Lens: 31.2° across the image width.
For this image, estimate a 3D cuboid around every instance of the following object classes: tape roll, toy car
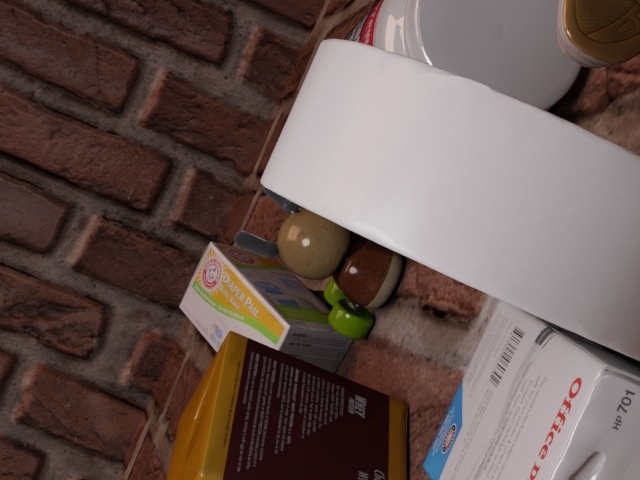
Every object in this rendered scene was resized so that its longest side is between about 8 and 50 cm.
[{"bbox_3d":[0.110,-0.022,0.712,0.286,0.286,0.100,-144,77,-78],"label":"tape roll"},{"bbox_3d":[0.000,0.000,1.353,0.155,0.188,0.149,-62,13,17],"label":"toy car"}]

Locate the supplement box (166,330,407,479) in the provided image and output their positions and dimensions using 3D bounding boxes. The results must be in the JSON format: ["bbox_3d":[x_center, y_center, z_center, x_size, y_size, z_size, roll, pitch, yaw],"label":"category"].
[{"bbox_3d":[-0.033,0.221,1.066,0.191,0.194,0.129,-84,21,-55],"label":"supplement box"}]

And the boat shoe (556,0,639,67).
[{"bbox_3d":[0.253,-0.239,0.963,0.277,0.098,0.096,-62,9,-28],"label":"boat shoe"}]

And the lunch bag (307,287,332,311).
[{"bbox_3d":[-0.020,0.103,1.548,0.098,0.065,0.067,146,130,-66],"label":"lunch bag"}]

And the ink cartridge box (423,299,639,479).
[{"bbox_3d":[0.148,0.130,0.737,0.139,0.082,0.190,-66,13,5],"label":"ink cartridge box"}]

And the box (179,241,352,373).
[{"bbox_3d":[-0.072,0.100,1.446,0.203,0.114,0.103,44,113,43],"label":"box"}]

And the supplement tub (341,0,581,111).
[{"bbox_3d":[0.123,-0.169,1.143,0.191,0.191,0.272,-70,12,-15],"label":"supplement tub"}]
